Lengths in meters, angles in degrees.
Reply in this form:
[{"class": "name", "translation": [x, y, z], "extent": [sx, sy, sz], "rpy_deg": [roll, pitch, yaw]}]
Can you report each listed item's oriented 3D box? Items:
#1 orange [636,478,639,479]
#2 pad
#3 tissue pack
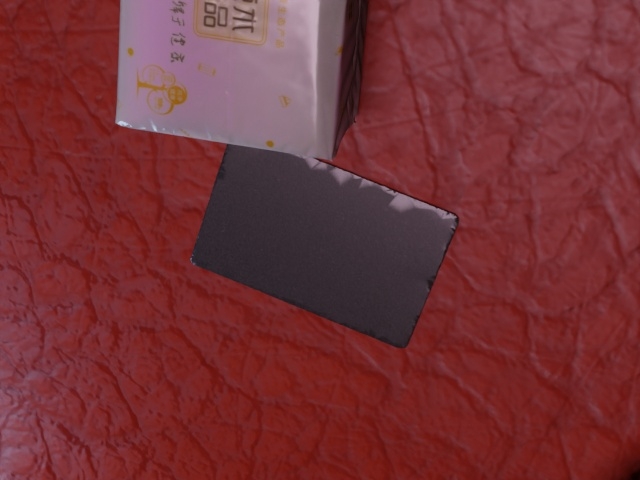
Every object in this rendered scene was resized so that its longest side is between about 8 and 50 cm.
[{"class": "orange", "translation": [0.303, 0.275, 1.051], "extent": [0.156, 0.134, 0.157], "rpy_deg": [12, 121, 21]}, {"class": "pad", "translation": [0.000, 0.000, 1.089], "extent": [0.211, 0.003, 0.143], "rpy_deg": [23, 116, 5]}, {"class": "tissue pack", "translation": [-0.057, -0.195, 0.958], "extent": [0.184, 0.124, 0.225], "rpy_deg": [9, 114, 9]}]
